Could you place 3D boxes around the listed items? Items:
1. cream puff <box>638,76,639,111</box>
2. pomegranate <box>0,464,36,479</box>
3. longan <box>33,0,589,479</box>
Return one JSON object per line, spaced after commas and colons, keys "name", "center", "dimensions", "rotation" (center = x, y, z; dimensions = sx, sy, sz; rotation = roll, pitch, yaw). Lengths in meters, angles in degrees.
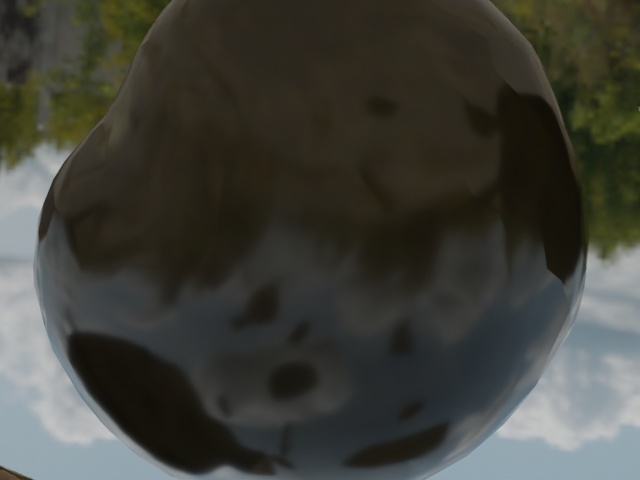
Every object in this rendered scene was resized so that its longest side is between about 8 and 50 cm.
{"name": "cream puff", "center": [0.389, -0.088, 0.998], "dimensions": [0.378, 0.275, 0.378], "rotation": [15, 163, 5]}
{"name": "pomegranate", "center": [-0.316, 0.320, 1.059], "dimensions": [0.417, 0.416, 0.416], "rotation": [5, -172, -1]}
{"name": "longan", "center": [0.000, 0.000, 1.063], "dimensions": [0.405, 0.404, 0.336], "rotation": [4, -145, -9]}
